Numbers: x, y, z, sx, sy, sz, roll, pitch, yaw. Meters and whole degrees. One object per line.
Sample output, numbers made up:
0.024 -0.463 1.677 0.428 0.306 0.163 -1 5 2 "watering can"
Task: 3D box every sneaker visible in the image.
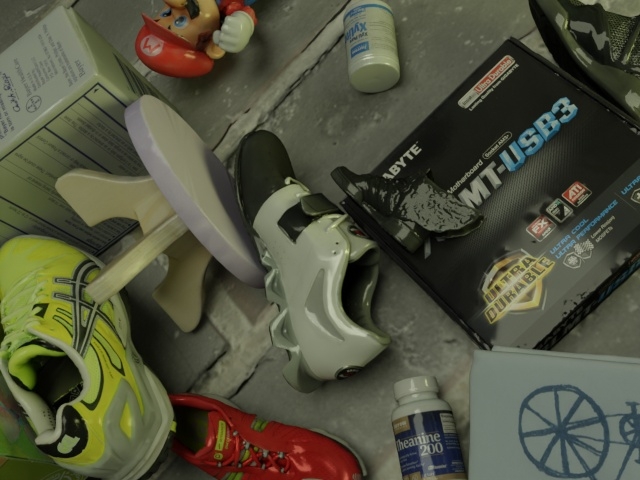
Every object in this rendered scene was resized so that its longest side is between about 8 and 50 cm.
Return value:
-0.086 0.242 0.844 0.279 0.118 0.107 11 75 27 "sneaker"
0.000 0.000 0.893 0.146 0.122 0.330 -26 71 26 "sneaker"
-0.302 0.106 0.870 0.145 0.147 0.385 -47 54 1 "sneaker"
0.348 -0.237 0.870 0.130 0.087 0.227 -37 63 4 "sneaker"
0.095 -0.050 0.847 0.089 0.051 0.170 -46 63 3 "sneaker"

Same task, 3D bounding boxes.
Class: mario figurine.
-0.151 -0.376 1.084 0.320 0.170 0.198 -51 25 -11 "mario figurine"

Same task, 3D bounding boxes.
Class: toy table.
-0.191 -0.023 0.939 0.161 0.252 0.274 -34 93 14 "toy table"

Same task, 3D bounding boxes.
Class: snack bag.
0.265 0.270 0.638 0.323 0.037 0.342 -3 81 45 "snack bag"

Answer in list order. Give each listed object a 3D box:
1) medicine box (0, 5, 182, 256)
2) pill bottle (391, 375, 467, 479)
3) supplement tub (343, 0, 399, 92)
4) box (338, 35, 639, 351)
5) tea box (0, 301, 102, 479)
-0.352 -0.116 1.017 0.289 0.263 0.149 -35 60 6 "medicine box"
0.113 0.210 0.801 0.067 0.067 0.120 -18 64 16 "pill bottle"
0.068 -0.262 1.007 0.071 0.071 0.107 -13 64 18 "supplement tub"
0.220 -0.046 0.857 0.295 0.073 0.293 -43 61 2 "box"
-0.446 0.215 0.892 0.220 0.323 0.329 -45 60 2 "tea box"
